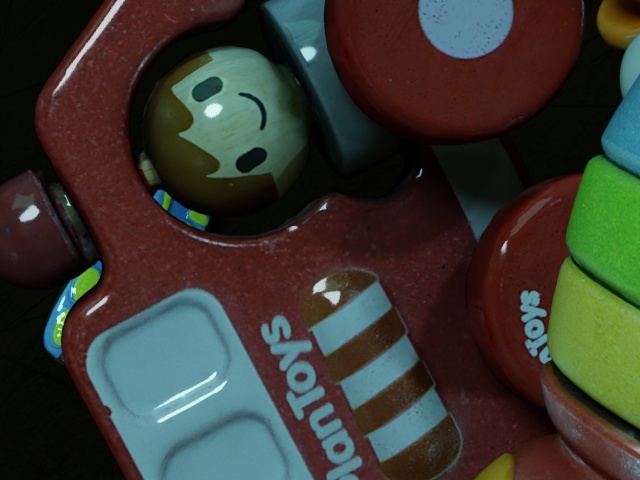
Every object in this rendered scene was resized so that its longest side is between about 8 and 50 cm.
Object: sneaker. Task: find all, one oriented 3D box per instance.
[{"bbox_3d":[-0.130,0.021,0.952,0.078,0.067,0.188,-35,20,40],"label":"sneaker"}]

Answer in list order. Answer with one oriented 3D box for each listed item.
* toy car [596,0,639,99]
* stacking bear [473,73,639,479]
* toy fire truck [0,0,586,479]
[{"bbox_3d":[0.221,-0.156,0.784,0.159,0.136,0.182,-51,3,-35],"label":"toy car"},{"bbox_3d":[0.140,0.035,0.474,0.175,0.164,0.289,-82,14,-78],"label":"stacking bear"},{"bbox_3d":[0.000,0.000,0.608,0.254,0.302,0.169,-29,6,-9],"label":"toy fire truck"}]
